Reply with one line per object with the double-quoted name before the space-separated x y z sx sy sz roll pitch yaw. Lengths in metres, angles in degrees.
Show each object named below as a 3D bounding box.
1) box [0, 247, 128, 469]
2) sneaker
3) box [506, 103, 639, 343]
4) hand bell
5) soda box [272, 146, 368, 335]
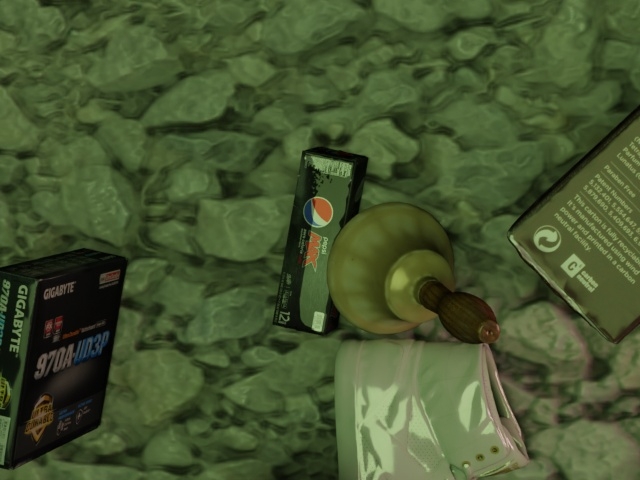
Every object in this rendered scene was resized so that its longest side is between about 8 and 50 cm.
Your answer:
"box" -0.252 0.105 1.776 0.051 0.220 0.175 12 97 14
"sneaker" 0.109 0.233 1.766 0.169 0.108 0.293 -4 94 16
"box" 0.347 -0.095 1.639 0.143 0.191 0.381 45 104 4
"hand bell" 0.102 0.048 1.664 0.126 0.242 0.126 -4 102 -18
"soda box" 0.000 0.000 1.791 0.053 0.060 0.169 13 99 12
